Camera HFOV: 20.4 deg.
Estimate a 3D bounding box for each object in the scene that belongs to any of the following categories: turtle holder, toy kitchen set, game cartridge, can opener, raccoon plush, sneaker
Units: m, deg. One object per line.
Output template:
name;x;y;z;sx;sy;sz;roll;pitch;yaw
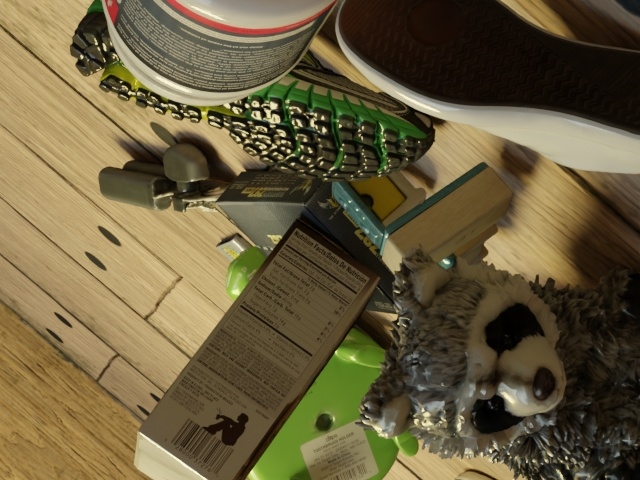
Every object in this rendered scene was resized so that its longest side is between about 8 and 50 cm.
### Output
turtle holder;-0.042;0.190;2.303;0.320;0.243;0.227;38;-178;-25
toy kitchen set;0.070;-0.030;1.689;0.166;0.122;0.207;50;162;16
game cartridge;-0.106;0.018;2.374;0.056;0.017;0.083;39;163;-11
can opener;-0.195;-0.081;2.253;0.280;0.074;0.093;5;108;58
raccoon plush;0.116;0.137;1.658;0.299;0.216;0.446;12;160;-25
sneaker;0.148;-0.110;1.361;0.290;0.106;0.123;22;163;13
sneaker;-0.047;-0.168;1.646;0.343;0.146;0.134;25;155;-4

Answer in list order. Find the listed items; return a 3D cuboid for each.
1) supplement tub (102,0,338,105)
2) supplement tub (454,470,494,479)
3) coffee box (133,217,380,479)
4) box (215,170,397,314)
supplement tub;-0.076;-0.227;1.437;0.191;0.191;0.272;40;162;-2
supplement tub;0.198;0.438;2.474;0.144;0.199;0.144;35;162;13
coffee box;-0.072;0.143;1.948;0.119;0.297;0.168;34;159;5
box;0.000;0.000;2.045;0.183;0.059;0.233;48;160;-22
